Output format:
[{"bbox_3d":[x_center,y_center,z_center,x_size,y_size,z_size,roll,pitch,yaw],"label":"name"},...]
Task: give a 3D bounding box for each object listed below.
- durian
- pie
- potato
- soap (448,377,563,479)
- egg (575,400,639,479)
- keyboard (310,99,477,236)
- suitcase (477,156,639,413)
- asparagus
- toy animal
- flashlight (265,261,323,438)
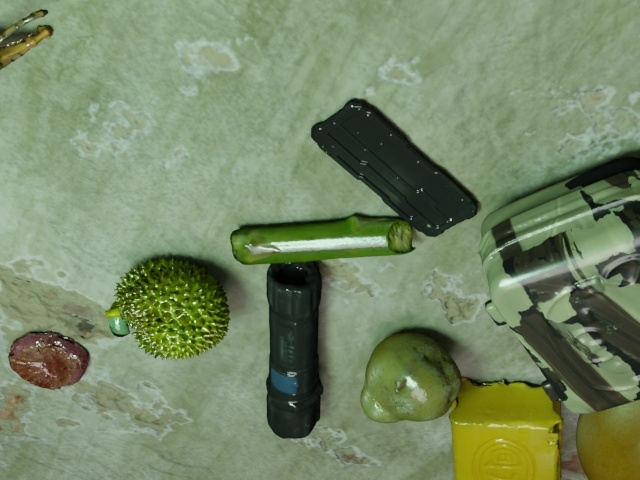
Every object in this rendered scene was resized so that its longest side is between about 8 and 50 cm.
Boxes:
[{"bbox_3d":[-0.233,0.099,1.497,0.198,0.159,0.146,29,134,29],"label":"durian"},{"bbox_3d":[-0.507,0.224,1.762,0.153,0.038,0.153,4,135,4],"label":"pie"},{"bbox_3d":[0.141,0.240,1.575,0.157,0.157,0.194,27,134,-18],"label":"potato"},{"bbox_3d":[0.340,0.381,1.727,0.204,0.096,0.324,0,136,12],"label":"soap"},{"bbox_3d":[0.567,0.290,1.450,0.351,0.283,0.282,-32,124,24],"label":"egg"},{"bbox_3d":[0.105,-0.095,1.320,0.262,0.016,0.106,38,130,-26],"label":"keyboard"},{"bbox_3d":[0.421,0.055,1.296,0.339,0.194,0.351,-24,126,23],"label":"suitcase"},{"bbox_3d":[0.000,0.002,1.412,0.277,0.060,0.067,-6,125,15],"label":"asparagus"},{"bbox_3d":[-0.439,-0.229,1.206,0.114,0.116,0.255,36,131,-27],"label":"toy animal"},{"bbox_3d":[-0.048,0.186,1.602,0.103,0.103,0.424,6,135,5],"label":"flashlight"}]
